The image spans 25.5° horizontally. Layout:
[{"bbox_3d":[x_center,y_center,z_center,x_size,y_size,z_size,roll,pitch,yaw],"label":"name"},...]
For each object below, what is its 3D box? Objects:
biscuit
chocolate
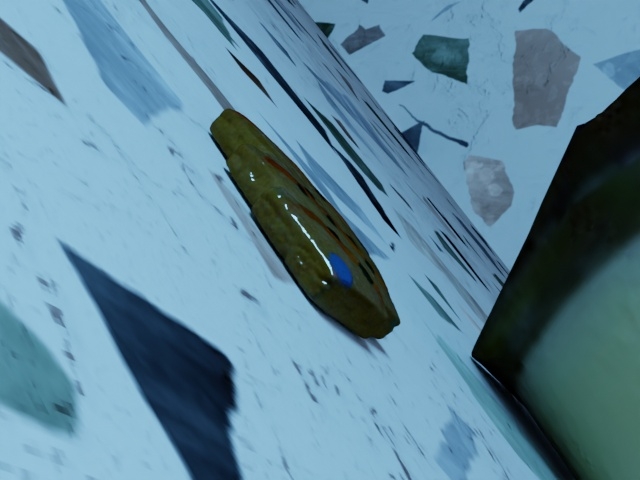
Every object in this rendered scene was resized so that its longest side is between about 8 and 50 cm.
[{"bbox_3d":[0.000,0.000,0.576,0.119,0.019,0.130,49,8,-17],"label":"biscuit"},{"bbox_3d":[0.301,0.082,0.820,0.314,0.326,0.297,-11,47,-30],"label":"chocolate"}]
